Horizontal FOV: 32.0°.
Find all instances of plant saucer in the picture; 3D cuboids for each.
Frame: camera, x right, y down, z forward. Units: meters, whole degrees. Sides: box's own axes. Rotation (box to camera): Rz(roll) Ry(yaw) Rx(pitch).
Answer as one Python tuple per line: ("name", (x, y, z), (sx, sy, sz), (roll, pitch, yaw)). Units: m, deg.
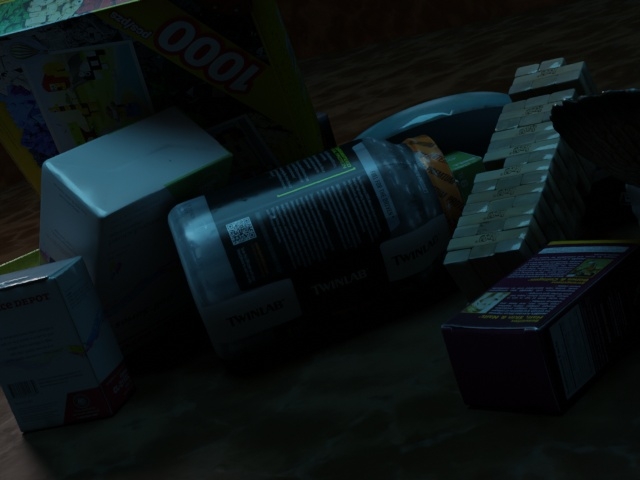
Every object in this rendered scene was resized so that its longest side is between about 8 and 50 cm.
("plant saucer", (-0.535, 0.072, 1.970), (0.188, 0.045, 0.188), (-26, 16, -25))
("plant saucer", (0.158, -0.133, 1.576), (0.317, 0.044, 0.317), (-16, -14, -4))

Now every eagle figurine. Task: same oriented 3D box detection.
("eagle figurine", (0.333, -0.047, 0.968), (0.226, 0.225, 0.298), (13, 26, 37))

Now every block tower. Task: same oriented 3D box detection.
("block tower", (0.228, -0.060, 1.195), (0.091, 0.097, 0.335), (-10, 41, 36))

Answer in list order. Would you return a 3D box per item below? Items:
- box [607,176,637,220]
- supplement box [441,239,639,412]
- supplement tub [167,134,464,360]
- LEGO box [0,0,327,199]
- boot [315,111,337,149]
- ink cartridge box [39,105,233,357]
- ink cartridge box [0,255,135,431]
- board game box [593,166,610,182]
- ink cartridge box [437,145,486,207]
("box", (0.502, -0.095, 1.276), (0.270, 0.060, 0.216), (-25, 16, -24))
("supplement box", (0.209, 0.071, 0.995), (0.104, 0.081, 0.188), (-2, 21, 46))
("supplement tub", (0.000, 0.000, 1.289), (0.316, 0.194, 0.193), (-20, 15, -4))
("LEGO box", (-0.217, -0.182, 1.511), (0.372, 0.500, 0.193), (-13, 51, 8))
("boot", (-0.233, -0.131, 2.124), (0.445, 0.146, 0.367), (-29, 27, -24))
("ink cartridge box", (-0.241, 0.028, 1.413), (0.119, 0.353, 0.207), (40, 48, 24))
("ink cartridge box", (-0.306, 0.118, 1.271), (0.127, 0.175, 0.072), (-13, 16, 21))
("board game box", (0.476, -0.178, 1.438), (0.390, 0.050, 0.390), (-23, 5, 12))
("ink cartridge box", (0.176, -0.052, 1.423), (0.062, 0.109, 0.209), (-22, 15, -11))
